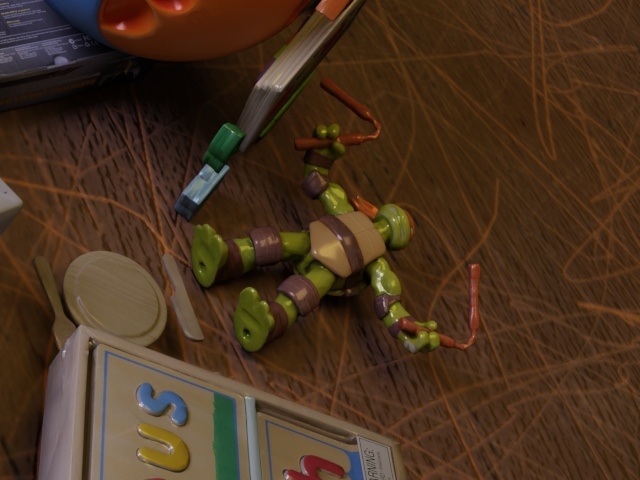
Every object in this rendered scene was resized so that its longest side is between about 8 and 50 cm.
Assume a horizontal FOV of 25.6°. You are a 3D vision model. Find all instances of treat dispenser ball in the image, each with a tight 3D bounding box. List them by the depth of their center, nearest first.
[{"bbox_3d":[-0.110,-0.284,1.104,0.288,0.288,0.288,19,47,-22],"label":"treat dispenser ball"}]

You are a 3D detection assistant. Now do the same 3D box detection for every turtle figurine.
[{"bbox_3d":[0.000,0.000,1.184,0.217,0.087,0.270,-19,77,-35],"label":"turtle figurine"}]

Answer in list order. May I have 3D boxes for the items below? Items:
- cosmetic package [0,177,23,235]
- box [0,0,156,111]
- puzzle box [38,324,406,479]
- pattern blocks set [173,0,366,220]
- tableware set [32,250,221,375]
[{"bbox_3d":[-0.352,-0.037,0.882,0.224,0.138,0.224,45,24,5],"label":"cosmetic package"},{"bbox_3d":[-0.270,-0.200,1.178,0.231,0.056,0.183,-21,70,-44],"label":"box"},{"bbox_3d":[-0.047,0.245,0.863,0.272,0.052,0.409,22,33,-24],"label":"puzzle box"},{"bbox_3d":[-0.008,-0.164,1.169,0.026,0.285,0.325,38,58,-1],"label":"pattern blocks set"},{"bbox_3d":[-0.140,0.097,1.041,0.128,0.039,0.194,0,57,-40],"label":"tableware set"}]
